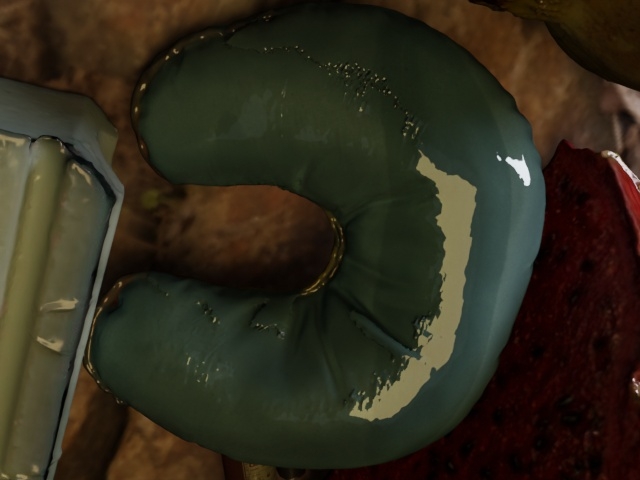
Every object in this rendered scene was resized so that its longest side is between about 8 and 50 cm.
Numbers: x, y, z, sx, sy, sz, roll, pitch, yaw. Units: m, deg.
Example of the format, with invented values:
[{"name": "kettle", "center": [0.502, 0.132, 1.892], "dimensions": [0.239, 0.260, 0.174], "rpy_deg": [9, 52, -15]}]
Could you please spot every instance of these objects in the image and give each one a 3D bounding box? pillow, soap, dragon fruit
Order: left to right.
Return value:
[{"name": "soap", "center": [-0.191, 0.048, 0.661], "dimensions": [0.150, 0.094, 0.261], "rpy_deg": [12, 112, -13]}, {"name": "pillow", "center": [0.000, 0.000, 0.674], "dimensions": [0.214, 0.086, 0.233], "rpy_deg": [11, 102, -4]}, {"name": "dragon fruit", "center": [0.134, 0.136, 0.715], "dimensions": [0.152, 0.205, 0.317], "rpy_deg": [30, 100, -31]}]

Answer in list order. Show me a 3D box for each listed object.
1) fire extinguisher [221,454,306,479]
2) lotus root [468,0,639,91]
[{"name": "fire extinguisher", "center": [-0.034, 0.116, 0.765], "dimensions": [0.049, 0.035, 0.173], "rpy_deg": [-10, 120, -6]}, {"name": "lotus root", "center": [0.212, -0.143, 0.635], "dimensions": [0.309, 0.173, 0.173], "rpy_deg": [-17, 118, -11]}]
